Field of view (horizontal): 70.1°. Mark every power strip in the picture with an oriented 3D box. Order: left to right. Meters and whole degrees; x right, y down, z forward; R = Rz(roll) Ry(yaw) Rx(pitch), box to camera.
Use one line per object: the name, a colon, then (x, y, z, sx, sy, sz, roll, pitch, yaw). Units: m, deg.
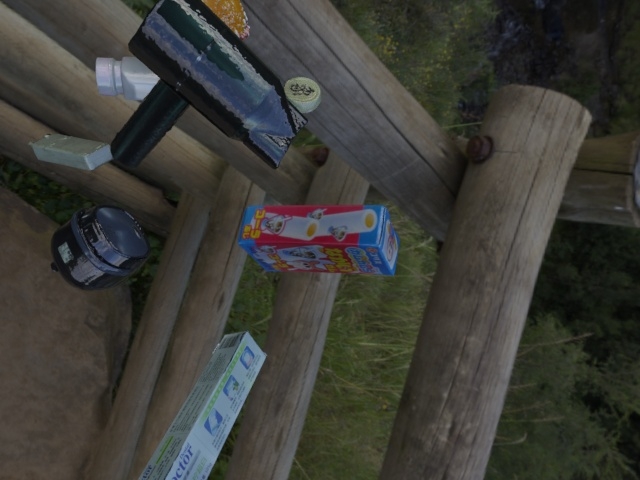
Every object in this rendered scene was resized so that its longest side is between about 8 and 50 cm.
power strip: (-0.738, -0.263, 1.324, 0.093, 0.288, 0.053, -52, 146, -44)

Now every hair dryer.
hair dryer: (-0.191, -0.173, 0.686, 0.244, 0.303, 0.116, 43, 39, -20)

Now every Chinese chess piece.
Chinese chess piece: (-0.069, -0.532, 1.663, 0.144, 0.058, 0.144, 3, 61, -6)

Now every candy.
candy: (0.000, 0.001, 0.959, 0.157, 0.306, 0.100, 56, 39, -57)

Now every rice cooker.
rice cooker: (-0.703, 0.028, 1.449, 0.225, 0.267, 0.267, -32, 120, 12)

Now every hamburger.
hamburger: (-0.309, -0.587, 1.227, 0.295, 0.152, 0.227, -62, 146, -34)

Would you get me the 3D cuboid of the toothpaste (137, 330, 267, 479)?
toothpaste: (-0.196, 0.304, 0.784, 0.081, 0.067, 0.336, 59, 33, -25)

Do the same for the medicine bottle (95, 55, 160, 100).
medicine bottle: (-0.503, -0.482, 1.367, 0.297, 0.161, 0.111, -2, 136, -18)
